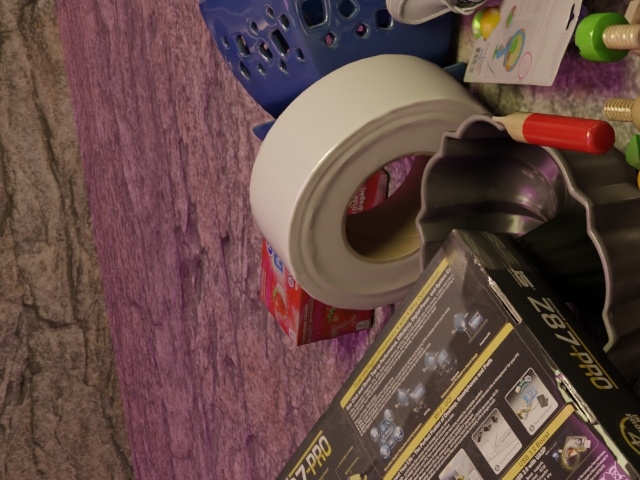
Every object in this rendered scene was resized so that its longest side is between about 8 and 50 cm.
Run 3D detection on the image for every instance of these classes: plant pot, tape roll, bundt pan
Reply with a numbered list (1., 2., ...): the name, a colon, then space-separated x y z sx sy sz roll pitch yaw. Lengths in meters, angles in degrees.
1. plant pot: 0.024 -0.235 1.592 0.236 0.236 0.212 -6 102 65
2. tape roll: 0.069 -0.062 1.501 0.100 0.286 0.286 52 144 44
3. bundt pan: 0.235 0.025 1.373 0.331 0.124 0.330 34 130 54

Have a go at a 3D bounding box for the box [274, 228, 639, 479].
1. box: 0.130 0.237 1.293 0.395 0.097 0.318 -57 49 29

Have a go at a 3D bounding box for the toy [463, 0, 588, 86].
1. toy: 0.223 -0.217 1.360 0.237 0.056 0.136 -154 81 -71

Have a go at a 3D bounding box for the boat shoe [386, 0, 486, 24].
1. boat shoe: 0.149 -0.283 1.405 0.227 0.079 0.081 -36 43 41

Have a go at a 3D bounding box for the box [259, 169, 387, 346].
1. box: 0.000 0.000 1.849 0.128 0.123 0.256 48 141 48

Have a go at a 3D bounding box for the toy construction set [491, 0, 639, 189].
1. toy construction set: 0.279 -0.107 1.061 0.237 0.309 0.257 -160 70 -66
